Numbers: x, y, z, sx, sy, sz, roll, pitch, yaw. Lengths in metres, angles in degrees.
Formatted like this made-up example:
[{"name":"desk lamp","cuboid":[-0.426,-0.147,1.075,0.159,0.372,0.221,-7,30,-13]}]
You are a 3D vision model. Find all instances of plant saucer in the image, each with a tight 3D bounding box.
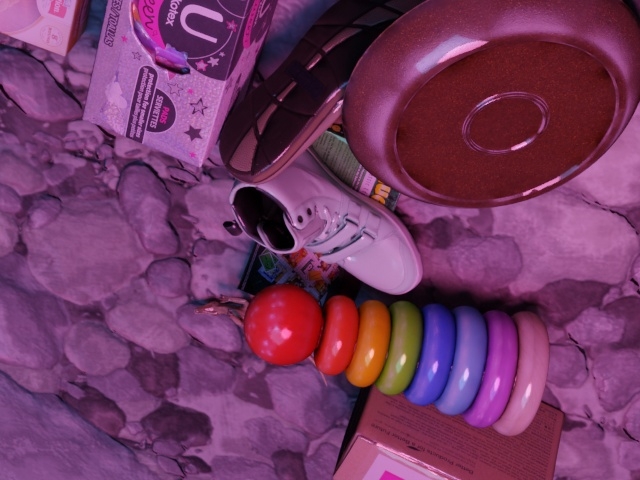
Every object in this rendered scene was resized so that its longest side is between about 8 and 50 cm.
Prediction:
[{"name":"plant saucer","cuboid":[0.177,-0.128,1.574,0.310,0.050,0.310,-8,141,-6]}]

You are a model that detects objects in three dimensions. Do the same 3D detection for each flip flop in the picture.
[{"name":"flip flop","cuboid":[0.019,-0.154,1.623,0.277,0.112,0.080,-43,144,5]}]

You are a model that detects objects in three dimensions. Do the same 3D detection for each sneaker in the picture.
[{"name":"sneaker","cuboid":[-0.001,0.000,1.708,0.256,0.151,0.094,42,124,-16]}]

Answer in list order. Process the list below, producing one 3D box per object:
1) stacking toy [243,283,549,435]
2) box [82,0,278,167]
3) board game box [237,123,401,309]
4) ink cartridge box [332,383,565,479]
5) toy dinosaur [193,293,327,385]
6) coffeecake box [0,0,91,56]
[{"name":"stacking toy","cuboid":[0.077,0.119,1.765,0.330,0.141,0.141,11,129,-10]},{"name":"box","cuboid":[-0.127,-0.227,1.608,0.142,0.163,0.247,22,129,4]},{"name":"board game box","cuboid":[0.004,-0.019,1.807,0.136,0.030,0.260,24,129,2]},{"name":"ink cartridge box","cuboid":[0.150,0.235,1.841,0.234,0.193,0.088,27,129,-2]},{"name":"toy dinosaur","cuboid":[-0.061,0.102,1.891,0.183,0.053,0.092,28,168,7]},{"name":"coffeecake box","cuboid":[-0.330,-0.296,1.682,0.185,0.068,0.142,20,127,1]}]
